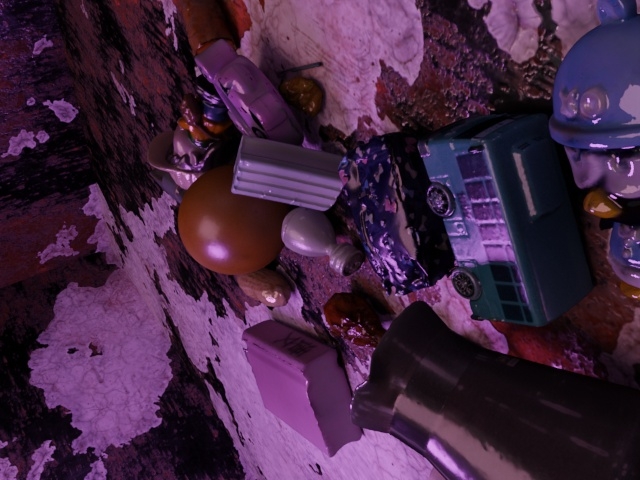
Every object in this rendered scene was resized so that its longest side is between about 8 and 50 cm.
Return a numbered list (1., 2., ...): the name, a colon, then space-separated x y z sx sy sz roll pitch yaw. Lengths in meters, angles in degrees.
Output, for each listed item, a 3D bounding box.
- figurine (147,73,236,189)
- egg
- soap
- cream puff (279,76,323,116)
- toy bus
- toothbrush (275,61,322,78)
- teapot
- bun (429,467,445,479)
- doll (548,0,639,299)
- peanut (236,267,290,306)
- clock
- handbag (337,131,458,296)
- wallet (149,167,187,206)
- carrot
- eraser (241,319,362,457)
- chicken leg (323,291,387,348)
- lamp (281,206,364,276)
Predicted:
1. figurine: -0.266 -0.249 1.430 0.204 0.185 0.332 41 136 -13
2. egg: -0.200 -0.044 1.369 0.250 0.250 0.322 67 161 -1
3. soap: -0.061 -0.124 1.119 0.119 0.198 0.066 121 157 -59
4. cream puff: -0.032 -0.272 1.109 0.058 0.083 0.083 -60 29 3
5. toy bus: 0.234 -0.031 0.749 0.147 0.128 0.255 1 114 59
6. toothbrush: -0.044 -0.323 1.132 0.167 0.011 0.014 13 127 57
7. teapot: 0.243 0.240 0.780 0.344 0.300 0.253 29 102 26
8. bun: 0.280 0.445 1.043 0.172 0.120 0.173 49 180 0
9. doll: 0.307 -0.081 0.567 0.177 0.141 0.313 -143 31 -69
10. peanut: -0.151 0.121 1.582 0.214 0.090 0.098 19 115 56
11. clock: -0.127 -0.260 1.176 0.248 0.090 0.227 49 175 33
12. handbag: 0.123 -0.044 0.952 0.162 0.113 0.260 -14 97 56
13. wallet: -0.348 -0.101 1.704 0.360 0.083 0.252 32 165 47
14. carrot: -0.272 -0.519 1.295 0.102 0.102 0.263 -32 80 62
15. eraser: -0.060 0.379 1.597 0.359 0.122 0.272 11 122 59
16. chicken leg: 0.104 0.181 1.166 0.304 0.093 0.113 25 142 58
17. lamp: 0.000 0.000 1.219 0.193 0.106 0.106 36 141 32
